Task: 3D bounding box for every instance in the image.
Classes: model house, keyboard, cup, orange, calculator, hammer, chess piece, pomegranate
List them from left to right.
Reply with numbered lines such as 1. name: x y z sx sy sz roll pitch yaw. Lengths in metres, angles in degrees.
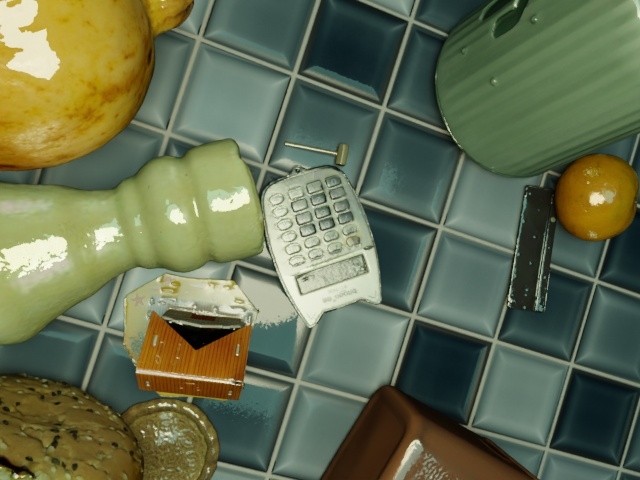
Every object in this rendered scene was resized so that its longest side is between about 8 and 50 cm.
1. pomegranate: -0.361 -0.280 0.622 0.410 0.410 0.410 0 91 -10
2. chess piece: -0.310 -0.007 0.715 0.442 0.234 0.234 -16 93 -14
3. model house: -0.210 0.161 0.764 0.219 0.136 0.207 11 91 -10
4. hammer: -0.007 -0.155 0.856 0.110 0.019 0.036 10 89 -8
5. calculator: 0.000 0.000 0.847 0.177 0.040 0.268 -17 93 -10
6. keyboard: 0.394 0.015 0.926 0.072 0.023 0.231 9 89 -3
7. cup: 0.393 -0.323 0.744 0.310 0.392 0.401 3 85 -16
8. orange: 0.488 -0.075 0.877 0.156 0.124 0.156 -2 93 -39

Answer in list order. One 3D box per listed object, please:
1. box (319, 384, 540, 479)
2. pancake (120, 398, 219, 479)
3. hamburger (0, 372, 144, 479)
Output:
1. box: 0.131 0.434 0.779 0.229 0.239 0.339 34 86 -6
2. pancake: -0.264 0.353 0.816 0.199 0.021 0.199 0 90 -9
3. hamburger: -0.404 0.307 0.664 0.318 0.277 0.195 27 90 -10
